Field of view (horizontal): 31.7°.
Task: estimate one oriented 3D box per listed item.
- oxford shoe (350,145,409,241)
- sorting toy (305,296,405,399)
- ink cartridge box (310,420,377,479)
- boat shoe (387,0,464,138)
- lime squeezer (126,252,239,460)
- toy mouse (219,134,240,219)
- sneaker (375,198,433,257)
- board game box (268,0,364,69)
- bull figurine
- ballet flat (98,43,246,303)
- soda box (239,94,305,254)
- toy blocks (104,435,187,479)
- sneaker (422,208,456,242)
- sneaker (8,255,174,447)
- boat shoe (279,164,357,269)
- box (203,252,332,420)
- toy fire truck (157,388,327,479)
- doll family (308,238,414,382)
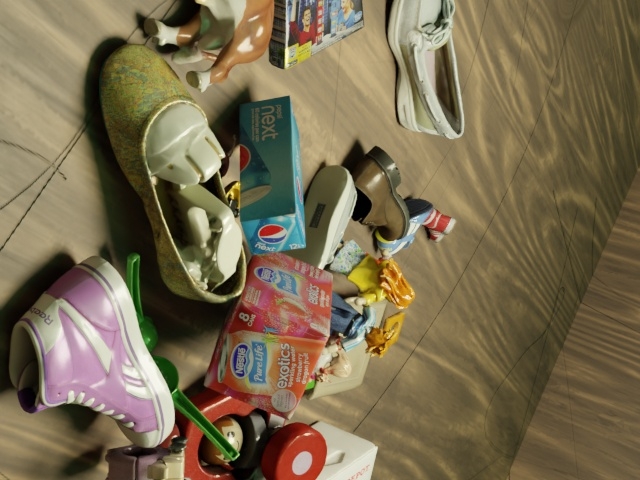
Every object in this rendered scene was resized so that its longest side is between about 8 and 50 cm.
[{"bbox_3d":[0.085,-0.059,1.851,0.096,0.083,0.227,-42,146,-12],"label":"oxford shoe"},{"bbox_3d":[0.043,0.177,1.959,0.348,0.047,0.196,2,111,-62],"label":"sorting toy"},{"bbox_3d":[-0.031,0.496,1.947,0.226,0.131,0.306,-18,123,-57],"label":"ink cartridge box"},{"bbox_3d":[0.180,-0.301,1.806,0.118,0.103,0.320,-48,147,-37],"label":"boat shoe"},{"bbox_3d":[-0.206,0.149,1.409,0.059,0.110,0.310,-33,116,-24],"label":"lime squeezer"},{"bbox_3d":[-0.152,-0.061,1.431,0.143,0.031,0.161,3,102,-56],"label":"toy mouse"},{"bbox_3d":[0.147,-0.024,2.004,0.144,0.053,0.059,-39,141,-32],"label":"sneaker"},{"bbox_3d":[-0.011,-0.347,1.464,0.194,0.060,0.194,-37,138,-47],"label":"board game box"},{"bbox_3d":[-0.110,-0.321,1.252,0.188,0.101,0.310,-42,142,-40],"label":"bull figurine"},{"bbox_3d":[-0.153,-0.064,1.297,0.123,0.123,0.348,-47,140,-38],"label":"ballet flat"},{"bbox_3d":[-0.062,-0.085,1.424,0.067,0.071,0.210,75,8,-48],"label":"soda box"},{"bbox_3d":[-0.296,0.412,1.328,0.288,0.260,0.309,-113,-156,-84],"label":"toy blocks"},{"bbox_3d":[0.212,-0.033,2.139,0.042,0.067,0.118,-64,-177,-16],"label":"sneaker"},{"bbox_3d":[-0.275,0.168,1.305,0.161,0.102,0.282,-45,134,-34],"label":"sneaker"},{"bbox_3d":[-0.001,-0.001,1.708,0.227,0.079,0.081,-66,149,-13],"label":"boat shoe"},{"bbox_3d":[-0.063,0.113,1.489,0.257,0.123,0.128,-83,-163,-74],"label":"box"},{"bbox_3d":[-0.150,0.339,1.605,0.254,0.169,0.302,7,102,-44],"label":"toy fire truck"},{"bbox_3d":[0.051,0.100,1.747,0.263,0.163,0.118,-55,175,-25],"label":"doll family"}]
